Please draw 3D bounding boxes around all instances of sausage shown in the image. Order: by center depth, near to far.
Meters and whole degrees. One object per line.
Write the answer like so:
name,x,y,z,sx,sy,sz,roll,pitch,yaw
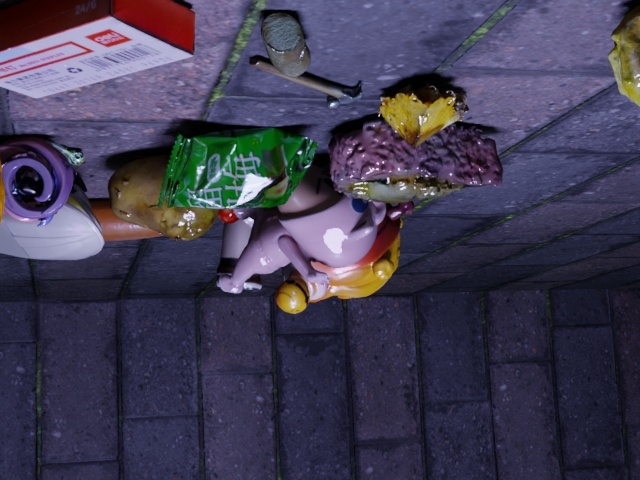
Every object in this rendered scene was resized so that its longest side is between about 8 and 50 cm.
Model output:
sausage,-0.347,-0.037,1.813,0.198,0.076,0.076,-4,171,-5

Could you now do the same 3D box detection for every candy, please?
candy,-0.117,-0.099,1.424,0.203,0.078,0.141,-1,129,-21
candy,-0.364,-0.128,1.445,0.023,0.025,0.083,-35,152,13

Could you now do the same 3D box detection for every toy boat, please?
toy boat,-0.439,-0.040,1.594,0.270,0.140,0.141,-3,171,22

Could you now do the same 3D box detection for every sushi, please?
sushi,0.124,-0.107,1.465,0.241,0.107,0.161,2,173,-30

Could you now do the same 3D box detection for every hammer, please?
hammer,-0.015,-0.187,1.197,0.062,0.017,0.182,-11,167,37

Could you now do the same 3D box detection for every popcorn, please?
popcorn,0.372,-0.183,1.030,0.174,0.142,0.173,-26,180,0

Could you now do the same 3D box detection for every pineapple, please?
pineapple,0.140,-0.158,1.269,0.114,0.077,0.114,-13,180,-24

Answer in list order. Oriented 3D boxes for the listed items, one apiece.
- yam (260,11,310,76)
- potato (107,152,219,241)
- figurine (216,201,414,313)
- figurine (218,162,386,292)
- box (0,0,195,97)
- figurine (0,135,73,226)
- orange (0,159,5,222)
yam,-0.035,-0.198,1.045,0.043,0.043,0.094,-4,172,4
potato,-0.231,-0.069,1.524,0.176,0.137,0.137,17,176,15
figurine,-0.002,-0.004,1.755,0.323,0.196,0.320,4,-146,8
figurine,-0.043,-0.029,1.583,0.287,0.186,0.176,-14,-152,29
box,-0.245,-0.193,0.992,0.229,0.050,0.123,-8,167,31
figurine,-0.411,-0.082,1.429,0.114,0.126,0.157,-33,-166,-18
orange,-0.520,-0.035,1.109,0.341,0.293,0.340,-5,171,-1
